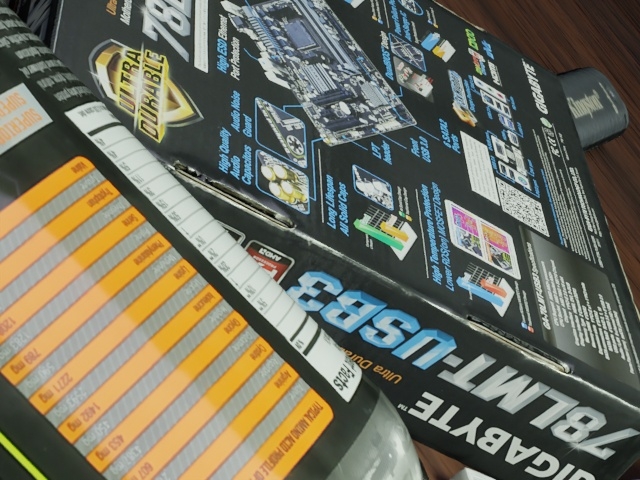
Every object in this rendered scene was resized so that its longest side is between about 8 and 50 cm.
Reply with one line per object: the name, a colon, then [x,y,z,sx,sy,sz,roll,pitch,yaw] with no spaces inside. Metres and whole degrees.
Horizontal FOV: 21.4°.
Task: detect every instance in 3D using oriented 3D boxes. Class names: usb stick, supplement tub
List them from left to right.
supplement tub: [-0.117,0.051,0.475,0.338,0.207,0.207,47,24,-1]
usb stick: [0.203,-0.105,1.433,0.077,0.045,0.278,51,24,8]

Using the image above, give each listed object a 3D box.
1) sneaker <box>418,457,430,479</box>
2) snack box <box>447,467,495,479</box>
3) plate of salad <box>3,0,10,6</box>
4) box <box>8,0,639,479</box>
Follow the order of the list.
sneaker: [-0.052,0.074,0.688,0.258,0.094,0.091,20,41,-45]
snack box: [0.114,0.199,0.865,0.064,0.022,0.178,27,32,-39]
plate of salad: [-0.191,-0.127,0.804,0.200,0.048,0.200,22,21,-9]
box: [0.000,-0.049,0.762,0.293,0.073,0.295,27,30,-21]
